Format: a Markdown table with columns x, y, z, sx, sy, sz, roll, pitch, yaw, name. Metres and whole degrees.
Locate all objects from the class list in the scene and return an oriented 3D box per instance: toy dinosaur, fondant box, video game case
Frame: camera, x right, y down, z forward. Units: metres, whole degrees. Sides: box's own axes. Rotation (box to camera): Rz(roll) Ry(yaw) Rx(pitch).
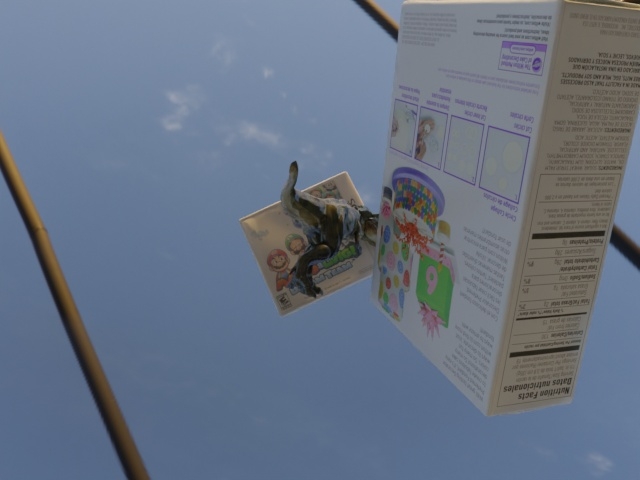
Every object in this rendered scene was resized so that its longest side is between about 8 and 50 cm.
| x | y | z | sx | sy | sz | roll | pitch | yaw | name |
| --- | --- | --- | --- | --- | --- | --- | --- | --- | --- |
| 0.000 | 0.000 | 0.695 | 0.064 | 0.268 | 0.118 | 18 | -91 | 24 | toy dinosaur |
| 0.150 | -0.047 | 0.596 | 0.096 | 0.238 | 0.331 | -2 | -71 | -21 | fondant box |
| -0.007 | 0.003 | 0.822 | 0.157 | 0.019 | 0.143 | -25 | -109 | -3 | video game case |

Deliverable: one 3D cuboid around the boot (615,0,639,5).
| x | y | z | sx | sy | sz | roll | pitch | yaw | name |
| --- | --- | --- | --- | --- | --- | --- | --- | --- | --- |
| 0.488 | -0.293 | 0.816 | 0.219 | 0.106 | 0.082 | 2 | -85 | -5 | boot |
